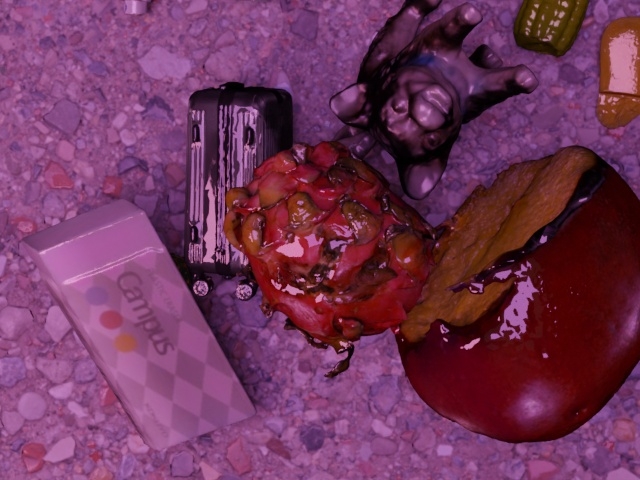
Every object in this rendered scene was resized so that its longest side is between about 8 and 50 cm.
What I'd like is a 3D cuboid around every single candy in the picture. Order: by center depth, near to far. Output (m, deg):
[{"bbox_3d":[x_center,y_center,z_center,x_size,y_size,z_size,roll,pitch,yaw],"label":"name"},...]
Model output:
[{"bbox_3d":[0.359,-0.374,1.847,0.096,0.097,0.209,24,92,4],"label":"candy"}]

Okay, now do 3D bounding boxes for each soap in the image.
[{"bbox_3d":[0.462,-0.250,1.873,0.089,0.033,0.169,3,96,9],"label":"soap"}]

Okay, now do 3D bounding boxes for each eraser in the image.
[{"bbox_3d":[-0.269,0.134,1.882,0.213,0.082,0.397,-22,119,8],"label":"eraser"}]

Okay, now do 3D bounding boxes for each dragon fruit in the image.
[{"bbox_3d":[0.000,0.000,1.705,0.291,0.250,0.269,35,96,-29],"label":"dragon fruit"}]

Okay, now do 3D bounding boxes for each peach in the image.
[{"bbox_3d":[0.301,0.067,1.777,0.353,0.339,0.417,7,98,-21],"label":"peach"}]

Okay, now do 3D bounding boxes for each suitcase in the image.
[{"bbox_3d":[-0.118,-0.080,1.867,0.128,0.202,0.312,3,99,13],"label":"suitcase"}]

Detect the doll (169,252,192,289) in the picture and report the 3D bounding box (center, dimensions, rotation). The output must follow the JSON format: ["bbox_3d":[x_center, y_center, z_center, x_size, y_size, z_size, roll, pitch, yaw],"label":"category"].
[{"bbox_3d":[-0.239,0.059,1.939,0.076,0.113,0.078,12,94,6],"label":"doll"}]

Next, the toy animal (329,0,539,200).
[{"bbox_3d":[0.128,-0.189,1.779,0.194,0.344,0.303,43,98,-11],"label":"toy animal"}]

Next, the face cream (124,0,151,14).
[{"bbox_3d":[-0.281,-0.489,1.916,0.073,0.073,0.284,3,95,6],"label":"face cream"}]
